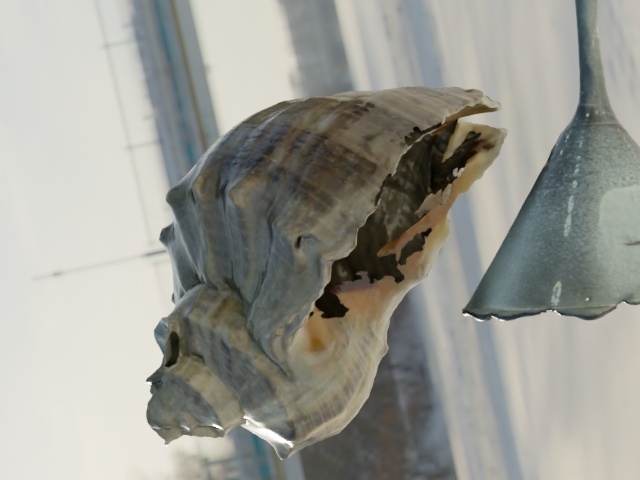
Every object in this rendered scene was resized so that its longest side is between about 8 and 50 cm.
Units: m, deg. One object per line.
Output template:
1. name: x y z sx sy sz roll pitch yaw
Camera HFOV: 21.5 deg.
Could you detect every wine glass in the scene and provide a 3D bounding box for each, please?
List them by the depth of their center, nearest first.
1. wine glass: 0.139 -0.078 0.869 0.156 0.156 0.232 -8 -87 -87

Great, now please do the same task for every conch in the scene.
1. conch: -0.015 -0.004 1.022 0.291 0.159 0.210 -55 -25 -24
